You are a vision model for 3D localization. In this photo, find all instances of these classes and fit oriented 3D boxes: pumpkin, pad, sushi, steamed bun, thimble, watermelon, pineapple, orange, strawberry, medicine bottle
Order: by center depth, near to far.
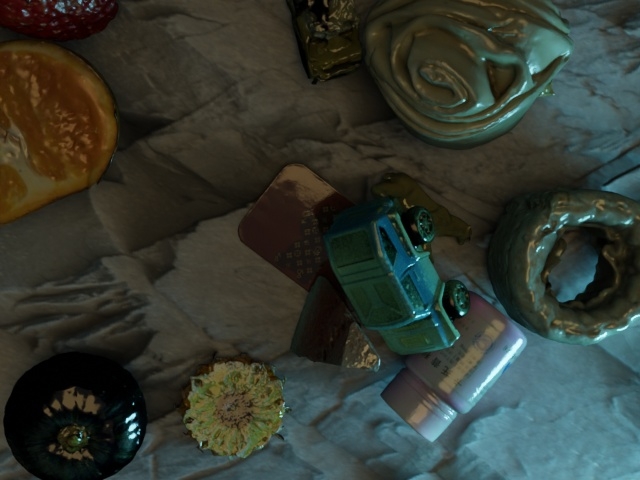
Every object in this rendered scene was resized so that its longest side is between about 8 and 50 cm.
[{"bbox_3d":[-0.438,-0.413,1.291,0.277,0.257,0.257,-26,105,-48],"label":"strawberry"},{"bbox_3d":[-0.458,-0.170,1.331,0.274,0.310,0.274,21,59,-40],"label":"orange"},{"bbox_3d":[0.241,-0.302,1.385,0.324,0.219,0.309,-39,104,16],"label":"steamed bun"},{"bbox_3d":[0.010,-0.415,1.442,0.139,0.131,0.290,-14,92,-5],"label":"sushi"},{"bbox_3d":[-0.407,0.298,1.445,0.233,0.163,0.233,-1,100,-9],"label":"pumpkin"},{"bbox_3d":[0.036,0.159,1.463,0.095,0.241,0.154,9,99,-18],"label":"watermelon"},{"bbox_3d":[0.444,0.036,1.538,0.292,0.195,0.291,0,92,-10],"label":"thimble"},{"bbox_3d":[0.000,0.000,1.542,0.267,0.004,0.181,37,98,-12],"label":"pad"},{"bbox_3d":[-0.151,0.302,1.547,0.221,0.047,0.221,-1,97,-11],"label":"pineapple"},{"bbox_3d":[0.236,0.226,1.547,0.152,0.152,0.254,42,87,-12],"label":"medicine bottle"}]

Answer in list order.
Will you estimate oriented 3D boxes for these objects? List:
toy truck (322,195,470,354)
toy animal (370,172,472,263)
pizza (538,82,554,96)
[{"bbox_3d":[0.127,0.065,1.455,0.156,0.155,0.278,-45,113,-47],"label":"toy truck"},{"bbox_3d":[0.181,-0.045,1.545,0.219,0.103,0.101,39,66,-8],"label":"toy animal"},{"bbox_3d":[0.291,-0.340,1.526,0.189,0.071,0.297,-45,102,-2],"label":"pizza"}]
